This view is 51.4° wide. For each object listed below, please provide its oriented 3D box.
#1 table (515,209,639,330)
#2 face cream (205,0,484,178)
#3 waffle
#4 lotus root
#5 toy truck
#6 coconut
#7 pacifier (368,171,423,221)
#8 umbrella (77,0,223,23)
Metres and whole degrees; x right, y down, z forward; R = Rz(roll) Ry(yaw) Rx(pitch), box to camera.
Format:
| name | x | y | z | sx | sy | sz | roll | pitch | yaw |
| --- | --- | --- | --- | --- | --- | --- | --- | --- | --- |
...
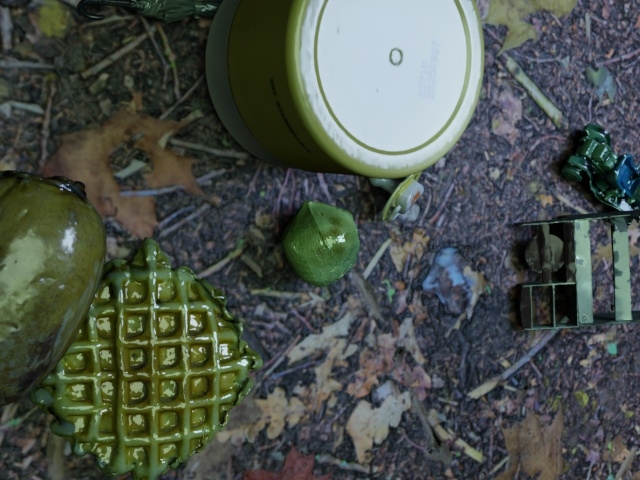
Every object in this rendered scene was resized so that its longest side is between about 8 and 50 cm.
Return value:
| name | x | y | z | sx | sy | sz | roll | pitch | yaw |
| --- | --- | --- | --- | --- | --- | --- | --- | --- | --- |
| table | 0.352 | 0.039 | 0.897 | 0.176 | 0.062 | 0.146 | -4 | 97 | 8 |
| face cream | 0.021 | -0.173 | 0.652 | 0.218 | 0.179 | 0.218 | -6 | 102 | -31 |
| waffle | -0.175 | 0.128 | 0.672 | 0.214 | 0.054 | 0.208 | -45 | 107 | -12 |
| lotus root | -0.284 | 0.065 | 0.566 | 0.154 | 0.154 | 0.278 | 31 | 83 | -24 |
| toy truck | 0.406 | -0.087 | 0.908 | 0.154 | 0.078 | 0.080 | 36 | 78 | -22 |
| coconut | 0.000 | 0.000 | 0.726 | 0.088 | 0.088 | 0.096 | -29 | 113 | -20 |
| pacifier | 0.084 | -0.061 | 0.784 | 0.064 | 0.068 | 0.083 | 37 | 56 | 11 |
| umbrella | -0.113 | -0.245 | 0.685 | 0.269 | 0.044 | 0.044 | -11 | 61 | -30 |
